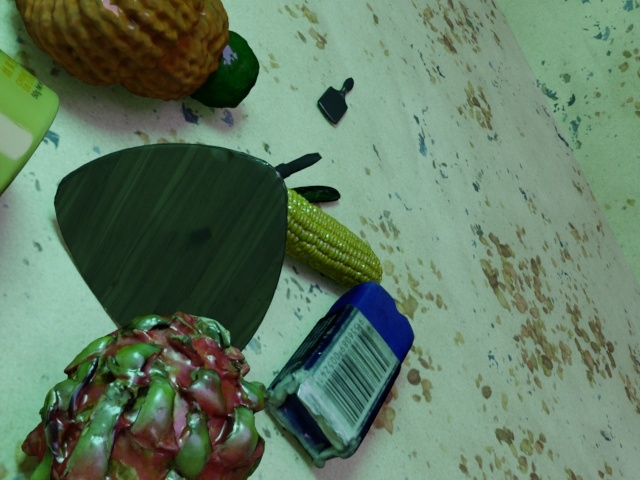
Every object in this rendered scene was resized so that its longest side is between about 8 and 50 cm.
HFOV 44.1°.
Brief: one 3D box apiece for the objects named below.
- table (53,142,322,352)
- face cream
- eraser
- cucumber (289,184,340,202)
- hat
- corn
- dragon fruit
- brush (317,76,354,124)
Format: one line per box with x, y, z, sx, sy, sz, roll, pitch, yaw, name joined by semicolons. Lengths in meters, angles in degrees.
-0.164;-0.030;1.090;0.317;0.317;0.249;57;22;-5;table
-0.412;-0.124;0.826;0.179;0.218;0.218;40;40;-28;face cream
0.039;0.200;1.269;0.155;0.101;0.332;53;35;-8;eraser
-0.016;-0.085;1.454;0.036;0.033;0.184;52;30;19;cucumber
-0.259;-0.307;1.192;0.400;0.285;0.285;59;24;-55;hat
0.002;0.001;1.356;0.313;0.102;0.102;31;45;-34;corn
-0.193;0.218;0.857;0.231;0.237;0.303;45;56;-5;dragon fruit
0.041;-0.308;1.691;0.063;0.016;0.193;51;37;-14;brush
